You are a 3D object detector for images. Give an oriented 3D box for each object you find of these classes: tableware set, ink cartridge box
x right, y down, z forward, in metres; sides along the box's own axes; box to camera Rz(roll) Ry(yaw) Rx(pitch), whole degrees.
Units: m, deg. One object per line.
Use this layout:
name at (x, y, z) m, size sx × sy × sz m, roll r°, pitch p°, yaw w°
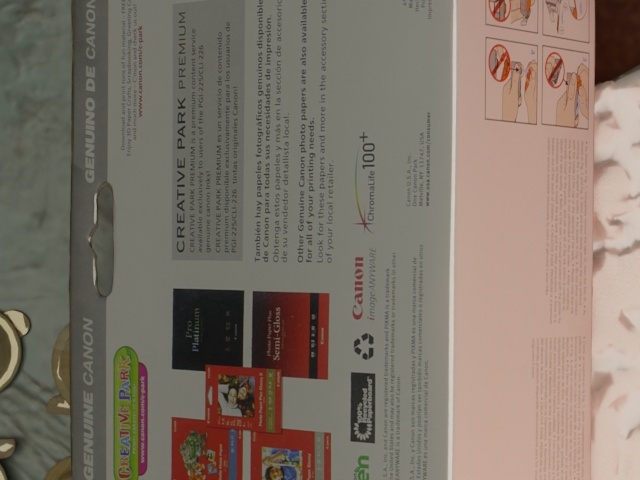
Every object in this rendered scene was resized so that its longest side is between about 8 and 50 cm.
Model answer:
tableware set at (-0.169, 0.110, 1.133) m, size 0.141 × 0.020 × 0.168 m, roll 9°, pitch 90°, yaw 6°
ink cartridge box at (0.000, 0.000, 1.031) m, size 0.272 × 0.130 × 0.309 m, roll 1°, pitch 90°, yaw 40°

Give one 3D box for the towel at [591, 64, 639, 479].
towel at (0.269, 0.029, 1.054) m, size 0.332 × 0.053 × 0.317 m, roll -25°, pitch 85°, yaw 7°
